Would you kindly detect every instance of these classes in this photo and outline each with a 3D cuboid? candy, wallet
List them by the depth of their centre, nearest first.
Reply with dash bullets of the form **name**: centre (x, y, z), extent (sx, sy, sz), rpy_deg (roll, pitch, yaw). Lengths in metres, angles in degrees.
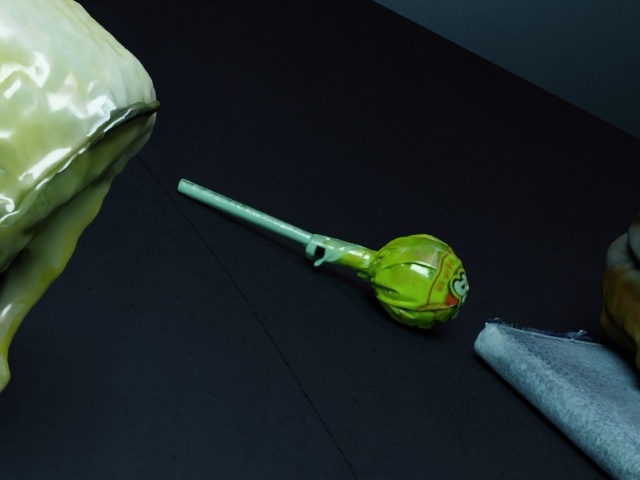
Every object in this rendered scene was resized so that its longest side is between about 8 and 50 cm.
- **candy**: centre (0.000, 0.000, 0.932), extent (0.194, 0.062, 0.058), rpy_deg (22, 59, 8)
- **wallet**: centre (0.216, 0.115, 0.946), extent (0.222, 0.036, 0.167), rpy_deg (11, 24, -43)

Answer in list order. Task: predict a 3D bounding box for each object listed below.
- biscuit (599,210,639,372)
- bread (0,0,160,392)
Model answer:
- **biscuit**: centre (0.319, 0.063, 0.978), extent (0.268, 0.115, 0.366), rpy_deg (16, 19, -23)
- **bread**: centre (-0.164, -0.032, 0.504), extent (0.170, 0.197, 0.197), rpy_deg (37, 17, 6)
